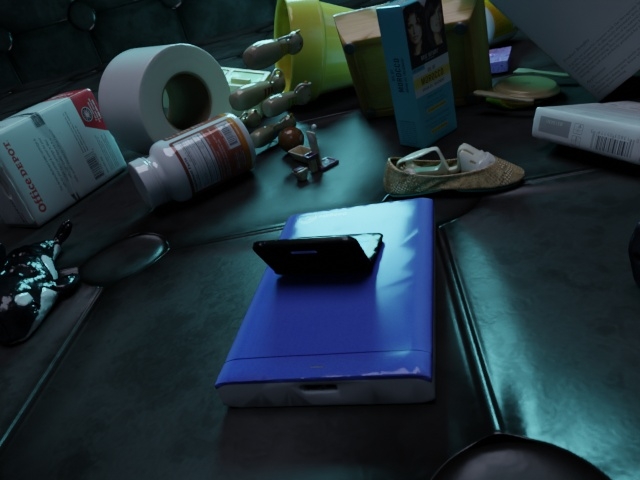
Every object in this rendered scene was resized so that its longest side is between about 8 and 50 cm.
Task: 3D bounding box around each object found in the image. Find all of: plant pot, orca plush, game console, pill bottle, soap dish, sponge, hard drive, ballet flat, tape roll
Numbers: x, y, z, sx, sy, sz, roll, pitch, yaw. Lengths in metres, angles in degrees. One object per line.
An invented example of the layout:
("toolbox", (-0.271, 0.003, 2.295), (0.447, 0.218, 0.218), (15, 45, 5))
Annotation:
("plant pot", (0.020, -0.475, 1.342), (0.239, 0.254, 0.254), (-4, 28, -13))
("orca plush", (-0.455, 0.034, 0.831), (0.151, 0.102, 0.287), (-11, 30, 8))
("game console", (0.000, 0.000, 0.626), (0.122, 0.107, 0.071), (-4, 61, 22))
("pill bottle", (0.403, -0.538, 1.347), (0.208, 0.117, 0.118), (-31, 33, -34))
("soap dish", (0.190, -0.367, 1.092), (0.291, 0.229, 0.118), (-3, 49, 20))
("sponge", (0.339, -0.415, 1.275), (0.210, 0.031, 0.117), (0, 33, 25))
("hard drive", (0.027, 0.054, 0.631), (0.210, 0.040, 0.318), (-7, 31, 16))
("ballet flat", (0.191, -0.106, 0.795), (0.206, 0.067, 0.073), (-5, 31, 17))
("tape roll", (-0.346, -0.310, 1.213), (0.169, 0.246, 0.246), (13, 40, 39))
("pill bottle", (-0.241, -0.148, 1.014), (0.216, 0.121, 0.121), (-30, 33, -23))

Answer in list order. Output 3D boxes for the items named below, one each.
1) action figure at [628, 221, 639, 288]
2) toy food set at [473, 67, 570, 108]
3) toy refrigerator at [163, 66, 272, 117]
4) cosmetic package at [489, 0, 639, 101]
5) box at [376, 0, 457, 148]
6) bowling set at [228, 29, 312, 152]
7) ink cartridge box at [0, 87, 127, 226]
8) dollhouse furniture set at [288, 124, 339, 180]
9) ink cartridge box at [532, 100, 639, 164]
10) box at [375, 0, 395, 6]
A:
("action figure", (0.446, -0.004, 0.481), (0.285, 0.099, 0.185), (-12, 25, 0))
("toy food set", (0.392, -0.286, 1.040), (0.132, 0.038, 0.192), (23, 42, 38))
("toy refrigerator", (-0.268, -0.390, 1.383), (0.270, 0.094, 0.102), (10, 42, 10))
("cosmetic package", (0.434, -0.447, 0.924), (0.155, 0.365, 0.197), (-48, 2, -43))
("box", (0.173, -0.294, 0.939), (0.100, 0.244, 0.060), (-34, 34, -28))
("bowling set", (-0.086, -0.271, 1.145), (0.154, 0.200, 0.287), (-37, -6, -39))
("ink cartridge box", (-0.581, -0.179, 1.151), (0.114, 0.197, 0.273), (0, 33, 28))
("dollhouse furniture set", (-0.041, -0.174, 1.003), (0.091, 0.081, 0.114), (-31, 33, -24))
("ink cartridge box", (0.468, -0.170, 0.810), (0.225, 0.056, 0.181), (-9, 25, -27))
("box", (0.289, -0.602, 1.502), (0.247, 0.142, 0.163), (-11, 32, 11))
